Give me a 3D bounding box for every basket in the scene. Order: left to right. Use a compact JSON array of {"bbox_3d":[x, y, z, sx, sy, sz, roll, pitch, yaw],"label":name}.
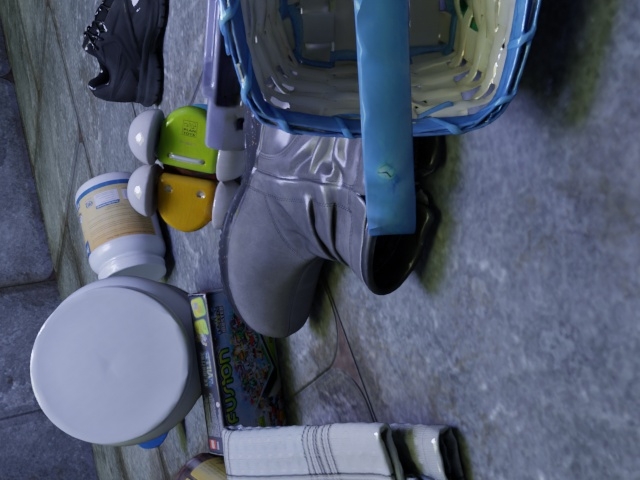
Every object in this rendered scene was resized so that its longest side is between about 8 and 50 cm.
[{"bbox_3d":[0.033,-0.173,0.406,0.289,0.201,0.254,-76,-15,-60],"label":"basket"}]

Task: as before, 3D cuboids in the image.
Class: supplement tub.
[{"bbox_3d":[-0.381,-0.016,1.330,0.144,0.144,0.199,-52,53,53],"label":"supplement tub"},{"bbox_3d":[-0.270,0.168,1.001,0.316,0.228,0.228,130,130,-83],"label":"supplement tub"}]

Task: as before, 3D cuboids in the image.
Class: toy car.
[{"bbox_3d":[-0.175,-0.109,0.964,0.136,0.159,0.182,-75,-4,-59],"label":"toy car"}]

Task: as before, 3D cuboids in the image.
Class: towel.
[{"bbox_3d":[0.025,0.336,0.694,0.324,0.056,0.312,-16,83,42],"label":"towel"}]

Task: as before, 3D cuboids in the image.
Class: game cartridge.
[{"bbox_3d":[-0.093,-0.304,0.747,0.230,0.068,0.355,-111,26,-57],"label":"game cartridge"}]

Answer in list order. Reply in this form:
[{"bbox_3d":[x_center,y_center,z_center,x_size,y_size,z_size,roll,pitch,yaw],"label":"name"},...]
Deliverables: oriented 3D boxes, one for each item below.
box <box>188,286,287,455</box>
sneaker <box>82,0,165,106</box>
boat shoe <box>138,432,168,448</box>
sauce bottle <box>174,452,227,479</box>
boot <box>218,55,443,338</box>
[{"bbox_3d":[-0.107,0.163,0.911,0.036,0.114,0.207,-6,92,40],"label":"box"},{"bbox_3d":[-0.337,-0.363,1.174,0.109,0.130,0.286,45,134,50],"label":"sneaker"},{"bbox_3d":[-0.340,0.291,1.413,0.089,0.109,0.258,139,135,-65],"label":"boat shoe"},{"bbox_3d":[-0.079,0.386,0.919,0.344,0.111,0.111,9,106,53],"label":"sauce bottle"},{"bbox_3d":[0.000,0.000,0.686,0.223,0.118,0.338,38,134,45],"label":"boot"}]
